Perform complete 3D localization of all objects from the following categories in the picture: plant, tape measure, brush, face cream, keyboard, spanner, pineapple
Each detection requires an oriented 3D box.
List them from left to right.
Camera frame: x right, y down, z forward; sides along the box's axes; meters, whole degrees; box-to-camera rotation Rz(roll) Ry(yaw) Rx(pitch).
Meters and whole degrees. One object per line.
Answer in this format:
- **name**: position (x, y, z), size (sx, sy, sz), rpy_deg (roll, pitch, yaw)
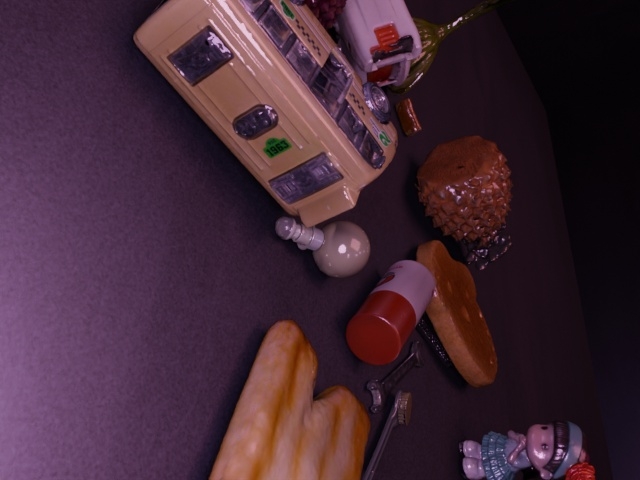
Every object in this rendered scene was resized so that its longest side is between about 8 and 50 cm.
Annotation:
- **tape measure**: position (0.076, -0.394, 1.148), size (0.265, 0.130, 0.258), rpy_deg (96, -26, -75)
- **brush**: position (0.097, 0.326, 0.966), size (0.266, 0.027, 0.062), rpy_deg (-47, 136, -55)
- **face cream**: position (0.123, 0.117, 1.059), size (0.096, 0.095, 0.214), rpy_deg (66, 31, -11)
- **spanner**: position (0.139, 0.235, 1.100), size (0.254, 0.015, 0.054), rpy_deg (-21, 93, -60)
- **keyboard**: position (0.222, 0.182, 1.268), size (0.195, 0.018, 0.060), rpy_deg (52, 32, -32)
- **plant**: position (0.260, -0.428, 1.372), size (0.251, 0.333, 0.180), rpy_deg (-69, 148, -69)
- **pineapple**: position (0.363, -0.056, 1.473), size (0.223, 0.222, 0.357), rpy_deg (-74, 147, -44)

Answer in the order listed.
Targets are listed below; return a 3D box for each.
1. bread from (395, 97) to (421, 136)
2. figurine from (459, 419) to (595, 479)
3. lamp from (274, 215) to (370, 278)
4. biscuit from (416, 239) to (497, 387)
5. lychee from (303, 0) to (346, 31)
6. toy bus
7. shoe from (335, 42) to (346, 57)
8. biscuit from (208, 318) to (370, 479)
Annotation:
- **bread**: position (0.209, -0.292, 1.481), size (0.036, 0.047, 0.083), rpy_deg (-21, 90, -30)
- **figurine**: position (0.391, 0.420, 1.186), size (0.110, 0.245, 0.138), rpy_deg (51, 35, -34)
- **lamp**: position (0.000, 0.000, 0.945), size (0.163, 0.091, 0.091), rpy_deg (23, 53, -34)
- **biscuit**: position (0.292, 0.146, 1.357), size (0.344, 0.057, 0.287), rpy_deg (57, 28, -23)
- **lychee**: position (-0.047, -0.431, 0.954), size (0.271, 0.271, 0.271), rpy_deg (35, 46, -46)
- **toy bus**: position (-0.059, -0.200, 0.842), size (0.365, 0.177, 0.202), rpy_deg (47, 38, -25)
- **shoe**: position (-0.003, -0.304, 1.083), size (0.180, 0.092, 0.089), rpy_deg (63, 31, -14)
- **biscuit**: position (-0.029, 0.267, 0.758), size (0.237, 0.062, 0.291), rpy_deg (53, 35, -29)
